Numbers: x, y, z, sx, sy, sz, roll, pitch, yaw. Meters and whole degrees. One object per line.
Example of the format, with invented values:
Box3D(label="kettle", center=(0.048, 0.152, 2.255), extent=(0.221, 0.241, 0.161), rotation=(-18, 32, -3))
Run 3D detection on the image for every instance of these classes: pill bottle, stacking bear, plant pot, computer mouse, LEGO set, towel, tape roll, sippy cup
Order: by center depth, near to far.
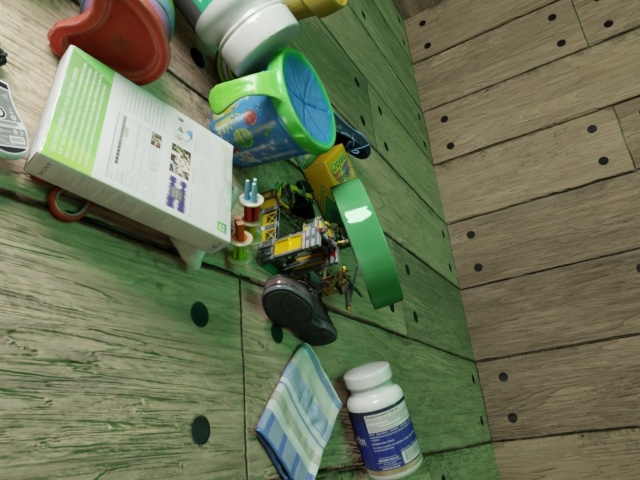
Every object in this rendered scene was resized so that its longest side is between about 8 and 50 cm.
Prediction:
Box3D(label="computer mouse", center=(-0.439, -0.186, 0.655), extent=(0.106, 0.042, 0.193), rotation=(-3, 72, -69))
Box3D(label="stacking bear", center=(-0.336, -0.422, 0.886), extent=(0.164, 0.175, 0.289), rotation=(38, 35, -47))
Box3D(label="pill bottle", center=(-0.215, -0.539, 1.044), extent=(0.361, 0.204, 0.204), rotation=(53, 28, -6))
Box3D(label="towel", center=(-0.036, 0.383, 1.113), extent=(0.209, 0.034, 0.285), rotation=(64, 27, -17))
Box3D(label="sippy cup", center=(-0.116, -0.274, 1.141), extent=(0.305, 0.224, 0.240), rotation=(50, 33, -40))
Box3D(label="LEGO set", center=(0.000, 0.000, 1.237), extent=(0.331, 0.192, 0.255), rotation=(50, 34, -39))
Box3D(label="tape roll", center=(0.112, 0.008, 1.250), extent=(0.321, 0.077, 0.321), rotation=(-20, 90, -88))
Box3D(label="pill bottle", center=(0.155, 0.459, 1.309), extent=(0.153, 0.153, 0.265), rotation=(-12, 85, -64))
Box3D(label="plant pot", center=(-0.081, -0.756, 1.493), extent=(0.254, 0.239, 0.254), rotation=(42, 39, -46))

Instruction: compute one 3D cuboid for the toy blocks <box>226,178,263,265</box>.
Box3D(label="toy blocks", center=(-0.153, -0.041, 1.035), extent=(0.123, 0.054, 0.148), rotation=(-70, 170, -53))

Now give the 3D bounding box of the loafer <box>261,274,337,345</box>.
Box3D(label="loafer", center=(-0.049, 0.148, 1.163), extent=(0.302, 0.109, 0.095), rotation=(53, 24, -50))

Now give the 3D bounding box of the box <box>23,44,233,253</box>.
Box3D(label="box", center=(-0.283, -0.138, 0.828), extent=(0.322, 0.058, 0.232), rotation=(31, 42, -40))

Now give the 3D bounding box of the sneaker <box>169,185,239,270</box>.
Box3D(label="sneaker", center=(-0.214, -0.027, 0.983), extent=(0.212, 0.080, 0.094), rotation=(-61, 141, -49))

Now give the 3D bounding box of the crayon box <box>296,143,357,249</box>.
Box3D(label="crayon box", center=(0.052, -0.161, 1.571), extent=(0.323, 0.083, 0.203), rotation=(64, 27, -17))

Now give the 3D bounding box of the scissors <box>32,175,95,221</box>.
Box3D(label="scissors", center=(-0.330, -0.095, 0.834), extent=(0.297, 0.021, 0.109), rotation=(-19, 89, -63))

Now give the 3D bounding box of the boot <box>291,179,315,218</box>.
Box3D(label="boot", center=(-0.049, -0.116, 1.383), extent=(0.121, 0.045, 0.099), rotation=(25, 54, -66))

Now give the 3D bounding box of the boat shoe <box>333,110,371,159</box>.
Box3D(label="boat shoe", center=(0.071, -0.337, 1.725), extent=(0.258, 0.109, 0.089), rotation=(28, 56, -35))

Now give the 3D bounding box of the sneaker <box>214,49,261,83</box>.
Box3D(label="sneaker", center=(-0.128, -0.390, 1.282), extent=(0.300, 0.121, 0.111), rotation=(11, 88, -58))
